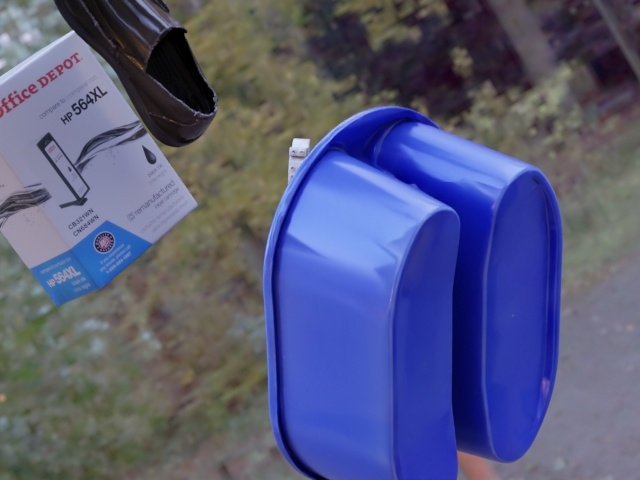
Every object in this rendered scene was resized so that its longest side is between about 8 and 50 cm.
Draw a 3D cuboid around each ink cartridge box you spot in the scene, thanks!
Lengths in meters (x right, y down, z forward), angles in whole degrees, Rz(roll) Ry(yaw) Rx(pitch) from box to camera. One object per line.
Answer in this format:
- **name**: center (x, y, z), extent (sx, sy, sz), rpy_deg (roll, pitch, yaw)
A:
- **ink cartridge box**: center (-0.235, -0.067, 1.465), extent (0.086, 0.203, 0.148), rpy_deg (-20, 19, 50)

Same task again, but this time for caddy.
- **caddy**: center (0.067, 0.060, 1.335), extent (0.179, 0.341, 0.241), rpy_deg (20, 31, 39)

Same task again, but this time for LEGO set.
- **LEGO set**: center (0.000, 0.000, 1.809), extent (0.087, 0.227, 0.093), rpy_deg (3, 5, 4)

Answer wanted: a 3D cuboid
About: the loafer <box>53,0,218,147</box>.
- **loafer**: center (-0.153, -0.186, 1.388), extent (0.078, 0.220, 0.080), rpy_deg (-13, 28, 53)
